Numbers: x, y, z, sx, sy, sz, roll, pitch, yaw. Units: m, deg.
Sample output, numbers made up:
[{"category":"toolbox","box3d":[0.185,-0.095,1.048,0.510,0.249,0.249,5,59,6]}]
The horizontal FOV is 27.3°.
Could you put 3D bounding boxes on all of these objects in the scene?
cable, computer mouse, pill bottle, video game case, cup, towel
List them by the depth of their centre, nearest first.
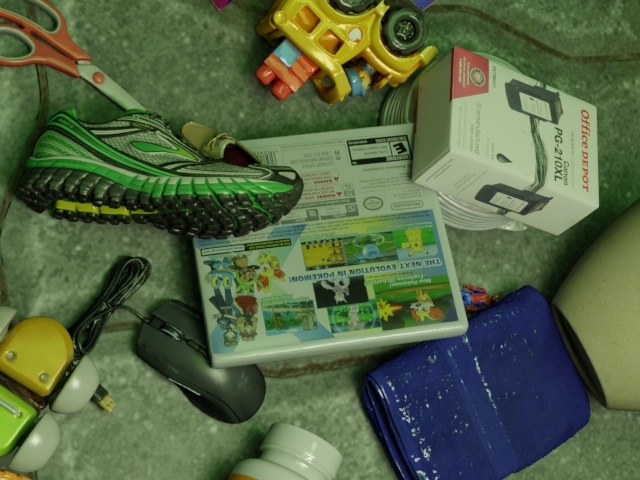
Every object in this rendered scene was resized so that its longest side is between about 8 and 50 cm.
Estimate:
[{"category":"pill bottle","box3d":[-0.070,0.352,1.606,0.136,0.136,0.246,34,67,-14]},{"category":"computer mouse","box3d":[-0.192,0.156,1.639,0.262,0.060,0.184,45,64,-9]},{"category":"video game case","box3d":[0.000,0.000,1.697,0.329,0.036,0.300,-7,67,-11]},{"category":"towel","box3d":[0.214,0.219,1.805,0.308,0.076,0.228,-26,97,-27]},{"category":"cup","box3d":[0.462,0.106,1.829,0.237,0.331,0.331,-26,89,-1]},{"category":"cable","box3d":[0.212,-0.141,1.871,0.257,0.089,0.257,-2,79,-24]}]

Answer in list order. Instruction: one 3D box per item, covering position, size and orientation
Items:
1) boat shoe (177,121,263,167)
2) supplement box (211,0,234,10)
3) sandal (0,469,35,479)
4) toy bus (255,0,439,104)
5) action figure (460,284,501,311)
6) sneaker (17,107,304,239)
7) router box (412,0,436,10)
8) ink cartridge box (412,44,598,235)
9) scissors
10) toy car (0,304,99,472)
[{"category":"boat shoe","box3d":[-0.122,-0.115,1.685,0.135,0.045,0.050,32,66,7]},{"category":"supplement box","box3d":[-0.075,-0.427,1.796,0.220,0.111,0.114,-37,94,-26]},{"category":"sandal","box3d":[-0.355,0.308,1.508,0.265,0.102,0.076,20,68,-21]},{"category":"toy bus","box3d":[0.017,-0.259,1.792,0.220,0.149,0.211,41,79,-13]},{"category":"action figure","box3d":[0.203,0.082,1.852,0.115,0.030,0.038,2,72,-26]},{"category":"sneaker","box3d":[-0.189,-0.095,1.614,0.343,0.134,0.146,9,69,1]},{"category":"router box","box3d":[0.065,-0.516,1.786,0.335,0.082,0.301,39,35,-25]},{"category":"ink cartridge box","box3d":[0.249,-0.130,1.757,0.237,0.100,0.172,19,58,-22]},{"category":"scissors","box3d":[-0.297,-0.227,1.701,0.297,0.021,0.109,24,68,-16]},{"category":"toy car","box3d":[-0.358,0.175,1.518,0.159,0.136,0.182,35,62,-7]}]
